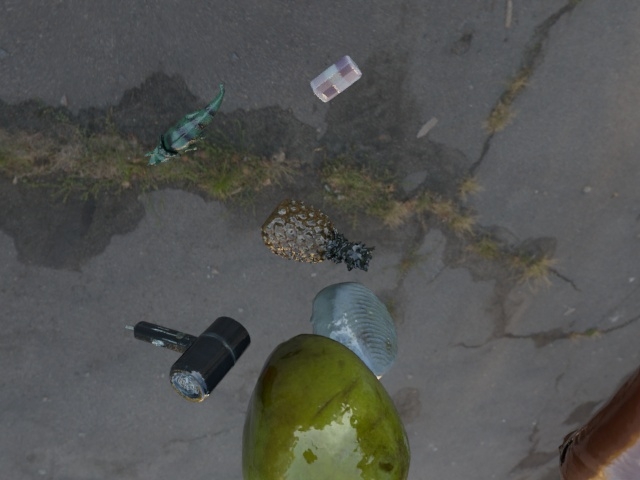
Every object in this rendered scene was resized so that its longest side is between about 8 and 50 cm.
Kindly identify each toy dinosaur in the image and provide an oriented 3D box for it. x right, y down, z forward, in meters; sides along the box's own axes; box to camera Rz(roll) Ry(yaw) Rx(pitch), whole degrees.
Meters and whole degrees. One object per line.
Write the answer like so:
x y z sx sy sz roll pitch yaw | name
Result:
-0.331 -0.278 1.235 0.292 0.120 0.079 -37 101 9 | toy dinosaur

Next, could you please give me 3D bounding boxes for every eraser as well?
0.034 -0.354 1.073 0.105 0.026 0.065 -32 152 20 | eraser

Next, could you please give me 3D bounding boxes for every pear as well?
0.003 0.302 0.747 0.269 0.321 0.269 -14 138 -13 | pear

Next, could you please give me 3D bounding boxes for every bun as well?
0.105 0.308 1.612 0.354 0.355 0.194 29 131 -35 | bun

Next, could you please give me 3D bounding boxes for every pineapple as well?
0.000 0.000 1.587 0.361 0.202 0.202 21 121 11 | pineapple

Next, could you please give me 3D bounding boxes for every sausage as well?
0.354 0.170 0.503 0.094 0.094 0.419 -27 141 -34 | sausage

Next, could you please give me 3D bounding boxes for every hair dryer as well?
-0.232 0.166 0.773 0.124 0.219 0.072 -46 140 -49 | hair dryer
